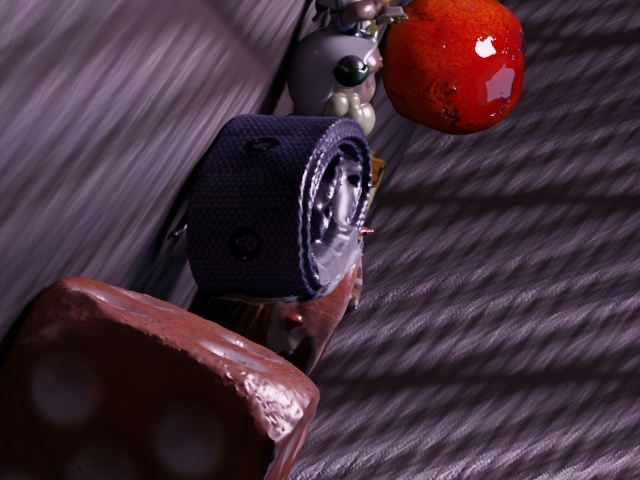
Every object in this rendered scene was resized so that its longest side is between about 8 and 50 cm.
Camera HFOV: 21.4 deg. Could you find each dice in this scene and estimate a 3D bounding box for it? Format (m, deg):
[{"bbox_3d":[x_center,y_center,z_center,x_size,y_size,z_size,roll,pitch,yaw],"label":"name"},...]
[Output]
[{"bbox_3d":[-0.109,0.130,1.033,0.174,0.179,0.175,3,108,-85],"label":"dice"}]

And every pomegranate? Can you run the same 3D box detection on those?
[{"bbox_3d":[0.183,-0.253,2.372,0.210,0.210,0.235,-68,-157,15],"label":"pomegranate"}]

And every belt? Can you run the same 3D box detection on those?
[{"bbox_3d":[-0.040,-0.030,1.390,0.230,0.126,0.139,-55,144,-65],"label":"belt"}]

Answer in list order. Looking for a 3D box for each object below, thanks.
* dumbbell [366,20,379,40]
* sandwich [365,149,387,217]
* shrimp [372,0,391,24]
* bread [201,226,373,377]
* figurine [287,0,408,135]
[{"bbox_3d":[0.037,-0.226,1.690,0.118,0.046,0.052,92,5,-66],"label":"dumbbell"},{"bbox_3d":[-0.001,0.000,2.181,0.251,0.087,0.226,-65,174,17],"label":"sandwich"},{"bbox_3d":[0.070,-0.297,1.791,0.161,0.049,0.166,108,5,-70],"label":"shrimp"},{"bbox_3d":[-0.044,0.049,1.705,0.212,0.142,0.224,180,-66,-79],"label":"bread"},{"bbox_3d":[0.027,-0.184,1.556,0.147,0.093,0.197,-85,-165,-66],"label":"figurine"}]
